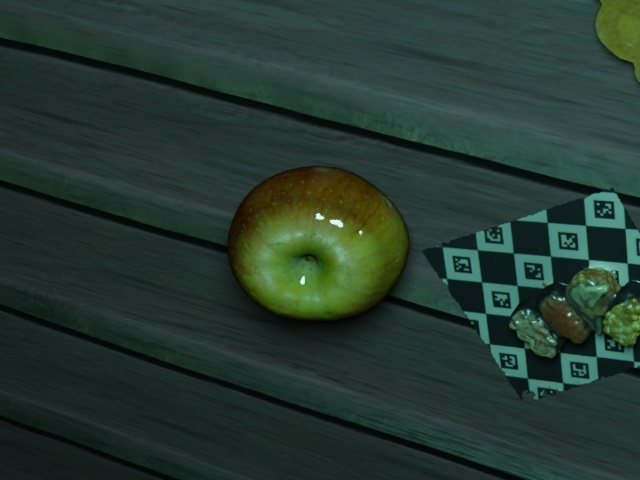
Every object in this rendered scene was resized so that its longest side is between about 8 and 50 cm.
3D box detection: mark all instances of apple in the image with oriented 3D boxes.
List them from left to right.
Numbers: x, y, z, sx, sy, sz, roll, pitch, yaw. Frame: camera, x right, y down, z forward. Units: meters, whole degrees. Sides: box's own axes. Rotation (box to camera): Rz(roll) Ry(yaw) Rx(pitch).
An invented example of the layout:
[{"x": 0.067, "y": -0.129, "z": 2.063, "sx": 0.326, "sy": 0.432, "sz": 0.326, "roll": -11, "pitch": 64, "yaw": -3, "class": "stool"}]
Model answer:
[{"x": 0.000, "y": 0.000, "z": 1.803, "sx": 0.235, "sy": 0.173, "sz": 0.210, "roll": 13, "pitch": 122, "yaw": 10, "class": "apple"}]

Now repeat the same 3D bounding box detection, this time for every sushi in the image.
[{"x": 0.301, "y": 0.089, "z": 1.772, "sx": 0.290, "sy": 0.050, "sz": 0.264, "roll": -22, "pitch": 108, "yaw": 38, "class": "sushi"}]

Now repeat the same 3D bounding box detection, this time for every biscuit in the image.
[{"x": 0.377, "y": -0.237, "z": 1.520, "sx": 0.144, "sy": 0.040, "sz": 0.236, "roll": -32, "pitch": 101, "yaw": 32, "class": "biscuit"}]
